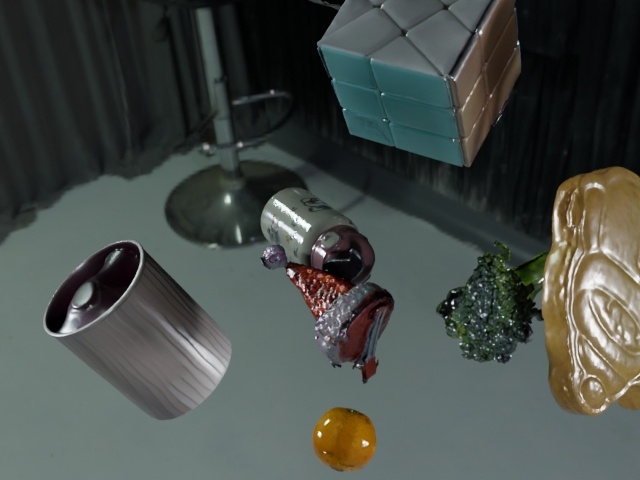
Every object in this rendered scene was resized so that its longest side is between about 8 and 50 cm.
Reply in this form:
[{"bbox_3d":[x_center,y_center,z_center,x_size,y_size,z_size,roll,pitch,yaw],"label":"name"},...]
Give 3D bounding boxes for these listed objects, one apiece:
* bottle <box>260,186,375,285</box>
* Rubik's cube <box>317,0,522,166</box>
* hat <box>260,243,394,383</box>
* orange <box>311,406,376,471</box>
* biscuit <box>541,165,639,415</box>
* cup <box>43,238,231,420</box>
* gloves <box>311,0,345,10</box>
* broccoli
[{"bbox_3d":[0.000,0.000,1.437,0.110,0.110,0.233,-23,31,-20],"label":"bottle"},{"bbox_3d":[0.162,-0.283,1.396,0.231,0.225,0.221,20,68,25],"label":"Rubik's cube"},{"bbox_3d":[0.003,0.083,1.292,0.129,0.140,0.227,-41,61,-20],"label":"hat"},{"bbox_3d":[0.030,0.246,1.117,0.083,0.084,0.083,-3,39,3],"label":"orange"},{"bbox_3d":[0.411,0.078,1.232,0.057,0.312,0.351,-7,63,50],"label":"biscuit"},{"bbox_3d":[-0.335,0.165,1.572,0.288,0.273,0.208,-21,37,29],"label":"cup"},{"bbox_3d":[0.108,-0.444,1.679,0.197,0.301,0.152,30,90,34],"label":"gloves"},{"bbox_3d":[0.320,0.086,1.483,0.145,0.165,0.304,43,34,14],"label":"broccoli"}]
